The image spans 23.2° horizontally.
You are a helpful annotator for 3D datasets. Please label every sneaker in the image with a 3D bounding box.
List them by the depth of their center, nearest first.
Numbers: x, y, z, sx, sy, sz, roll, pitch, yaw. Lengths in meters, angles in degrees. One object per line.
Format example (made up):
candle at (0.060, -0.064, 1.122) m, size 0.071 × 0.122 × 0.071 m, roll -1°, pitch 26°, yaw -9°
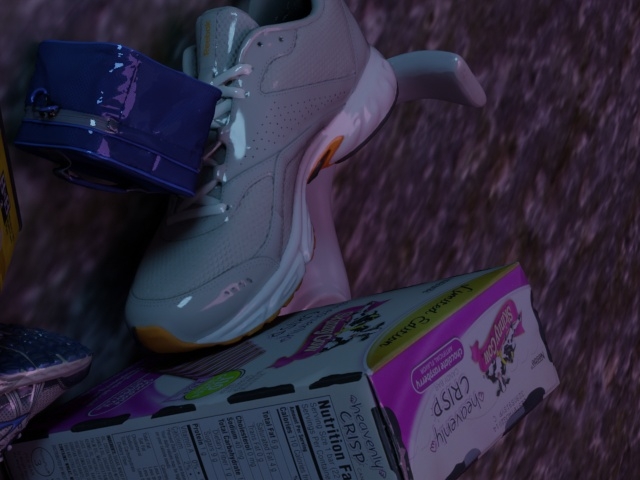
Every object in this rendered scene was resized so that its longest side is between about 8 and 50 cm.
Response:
sneaker at (-0.162, 0.080, 0.731) m, size 0.135 × 0.052 × 0.058 m, roll -21°, pitch 126°, yaw -49°
sneaker at (-0.050, -0.056, 0.853) m, size 0.121 × 0.099 × 0.262 m, roll 61°, pitch 39°, yaw -35°

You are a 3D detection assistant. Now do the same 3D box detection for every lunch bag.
lunch bag at (-0.102, -0.056, 0.766) m, size 0.098 × 0.067 × 0.065 m, roll 19°, pitch 81°, yaw -51°

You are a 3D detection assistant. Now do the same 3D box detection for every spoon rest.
spoon rest at (0.000, 0.000, 0.976) m, size 0.276 × 0.084 × 0.137 m, roll -58°, pitch 144°, yaw -12°

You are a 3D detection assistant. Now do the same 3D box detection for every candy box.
candy box at (-0.021, 0.085, 0.778) m, size 0.159 × 0.233 × 0.071 m, roll -30°, pitch 103°, yaw -55°

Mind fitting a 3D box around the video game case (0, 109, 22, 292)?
video game case at (-0.164, -0.028, 0.551) m, size 0.248 × 0.035 × 0.274 m, roll -86°, pitch 175°, yaw -49°
